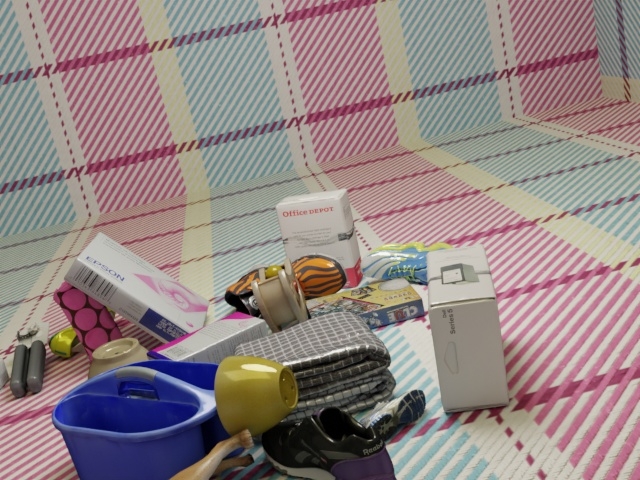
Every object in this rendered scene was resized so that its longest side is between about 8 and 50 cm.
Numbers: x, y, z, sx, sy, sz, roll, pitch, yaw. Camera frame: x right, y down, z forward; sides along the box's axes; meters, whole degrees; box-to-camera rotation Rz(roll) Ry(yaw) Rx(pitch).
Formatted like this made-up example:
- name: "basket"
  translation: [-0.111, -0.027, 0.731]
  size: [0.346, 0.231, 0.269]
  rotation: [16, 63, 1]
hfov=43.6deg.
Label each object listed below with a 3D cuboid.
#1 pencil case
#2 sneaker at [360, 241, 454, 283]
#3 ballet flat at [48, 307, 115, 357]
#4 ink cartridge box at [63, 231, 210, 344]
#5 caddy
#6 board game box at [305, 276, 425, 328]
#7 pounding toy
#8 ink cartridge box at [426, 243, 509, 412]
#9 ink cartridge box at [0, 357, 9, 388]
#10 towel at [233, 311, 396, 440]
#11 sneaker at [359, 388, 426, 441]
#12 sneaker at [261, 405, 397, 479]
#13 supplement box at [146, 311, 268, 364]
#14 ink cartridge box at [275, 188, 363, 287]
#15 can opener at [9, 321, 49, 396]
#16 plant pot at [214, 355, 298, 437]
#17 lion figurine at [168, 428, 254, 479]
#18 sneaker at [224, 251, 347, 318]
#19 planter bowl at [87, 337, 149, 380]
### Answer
- name: "pencil case"
  translation: [-0.538, 0.183, 1.856]
  size: [0.098, 0.209, 0.095]
  rotation: [-28, 11, -9]
- name: "sneaker"
  translation: [0.218, 0.057, 1.941]
  size: [0.240, 0.091, 0.126]
  rotation: [-11, 17, 1]
- name: "ballet flat"
  translation: [-0.574, 0.226, 2.010]
  size: [0.077, 0.077, 0.231]
  rotation: [20, 33, 24]
- name: "ink cartridge box"
  translation: [-0.418, 0.106, 1.907]
  size: [0.071, 0.324, 0.330]
  rotation: [-53, 12, 12]
- name: "caddy"
  translation: [-0.288, 0.294, 1.350]
  size: [0.341, 0.179, 0.241]
  rotation: [-2, 18, 32]
- name: "board game box"
  translation: [0.095, 0.152, 1.796]
  size: [0.243, 0.042, 0.165]
  rotation: [-13, 16, -4]
- name: "pounding toy"
  translation: [-0.120, 0.137, 1.738]
  size: [0.154, 0.154, 0.269]
  rotation: [-21, 25, 4]
- name: "ink cartridge box"
  translation: [0.255, 0.147, 1.412]
  size: [0.114, 0.199, 0.273]
  rotation: [-8, 17, 10]
- name: "ink cartridge box"
  translation: [-0.896, 0.353, 1.808]
  size: [0.332, 0.065, 0.165]
  rotation: [-10, 16, 4]
- name: "towel"
  translation: [-0.026, 0.230, 1.470]
  size: [0.283, 0.121, 0.235]
  rotation: [-14, 15, -9]
- name: "sneaker"
  translation: [0.117, 0.281, 1.326]
  size: [0.135, 0.052, 0.058]
  rotation: [-23, 15, -34]
- name: "sneaker"
  translation: [0.007, 0.297, 1.218]
  size: [0.107, 0.124, 0.283]
  rotation: [-24, 19, -37]
- name: "supplement box"
  translation: [-0.215, 0.239, 1.604]
  size: [0.220, 0.114, 0.111]
  rotation: [-24, 19, -32]
- name: "ink cartridge box"
  translation: [0.000, 0.000, 2.028]
  size: [0.171, 0.237, 0.100]
  rotation: [-7, 17, 17]
- name: "can opener"
  translation: [-0.675, 0.278, 1.883]
  size: [0.074, 0.093, 0.280]
  rotation: [-16, 25, -8]
- name: "plant pot"
  translation: [-0.092, 0.240, 1.263]
  size: [0.095, 0.134, 0.134]
  rotation: [-15, 14, 22]
- name: "lion figurine"
  translation: [-0.167, 0.391, 1.069]
  size: [0.240, 0.142, 0.392]
  rotation: [-23, 4, -10]
- name: "sneaker"
  translation: [-0.096, 0.127, 1.922]
  size: [0.321, 0.125, 0.180]
  rotation: [-14, 16, 37]
- name: "planter bowl"
  translation: [-0.409, 0.268, 1.652]
  size: [0.162, 0.109, 0.162]
  rotation: [-11, 16, 3]
